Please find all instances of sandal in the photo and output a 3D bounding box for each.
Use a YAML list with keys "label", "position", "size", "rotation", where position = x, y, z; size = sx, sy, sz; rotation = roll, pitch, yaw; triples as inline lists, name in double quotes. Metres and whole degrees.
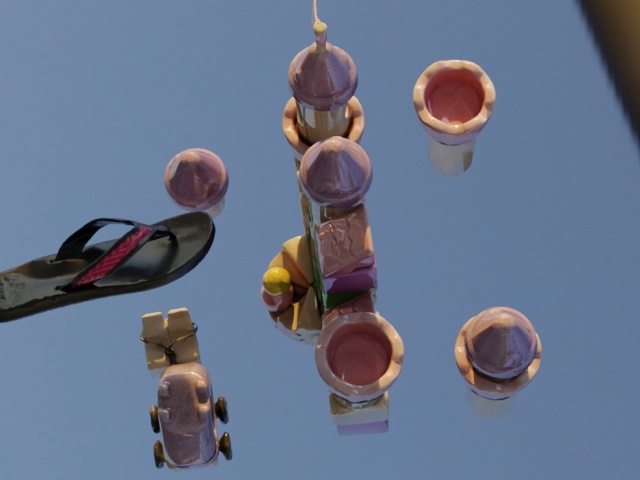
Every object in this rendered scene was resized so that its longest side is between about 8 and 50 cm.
- label: "sandal"
  position: [-0.160, 0.012, 1.312]
  size: [0.067, 0.179, 0.040]
  rotation: [-122, -163, -55]

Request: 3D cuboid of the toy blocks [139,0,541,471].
- label: "toy blocks"
  position: [0.000, 0.000, 1.404]
  size: [0.260, 0.309, 0.288]
  rotation: [85, -3, -69]
